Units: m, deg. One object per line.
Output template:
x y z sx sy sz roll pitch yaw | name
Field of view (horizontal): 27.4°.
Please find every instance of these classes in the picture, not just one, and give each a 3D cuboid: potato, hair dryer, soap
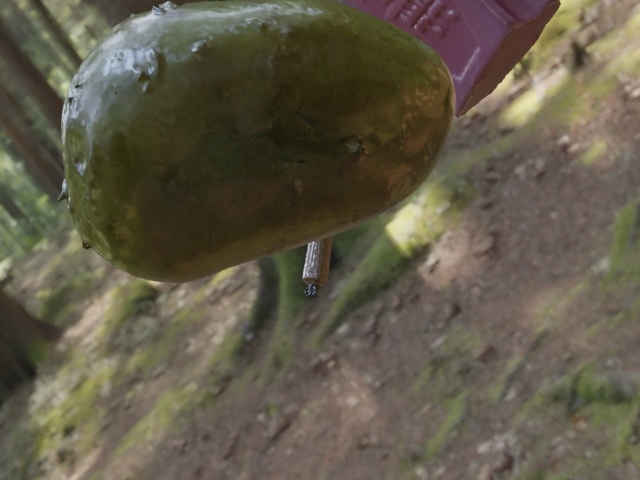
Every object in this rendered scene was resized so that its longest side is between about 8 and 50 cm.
-0.049 -0.084 0.988 0.307 0.210 0.173 -11 18 -10 | potato
0.000 0.000 1.874 0.064 0.117 0.182 3 68 16 | hair dryer
0.161 -0.388 1.958 0.128 0.359 0.233 -35 -14 -30 | soap
